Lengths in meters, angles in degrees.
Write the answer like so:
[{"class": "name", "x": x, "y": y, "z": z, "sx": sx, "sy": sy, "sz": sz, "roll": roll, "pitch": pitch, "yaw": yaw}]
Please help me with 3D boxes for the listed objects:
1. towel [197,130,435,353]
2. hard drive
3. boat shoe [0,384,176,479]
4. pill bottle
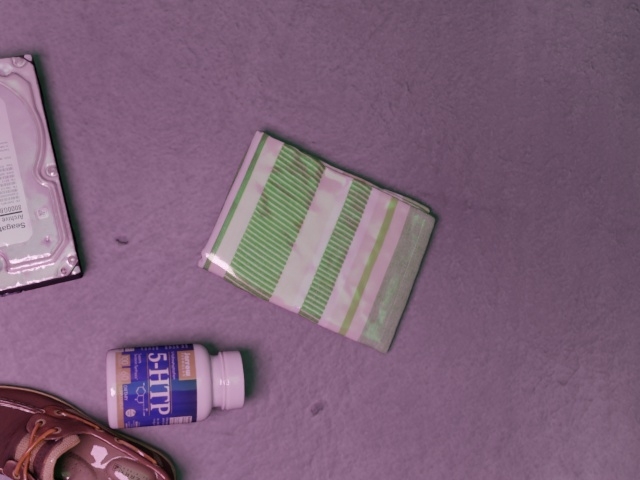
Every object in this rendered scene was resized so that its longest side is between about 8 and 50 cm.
[{"class": "towel", "x": 0.000, "y": 0.000, "z": 1.300, "sx": 0.324, "sy": 0.038, "sz": 0.248, "roll": 25, "pitch": 77, "yaw": -9}, {"class": "hard drive", "x": -0.495, "y": -0.085, "z": 1.194, "sx": 0.236, "sy": 0.064, "sz": 0.339, "roll": -12, "pitch": 84, "yaw": -14}, {"class": "boat shoe", "x": -0.356, "y": 0.284, "z": 1.124, "sx": 0.342, "sy": 0.123, "sz": 0.123, "roll": 25, "pitch": 76, "yaw": -7}, {"class": "pill bottle", "x": -0.206, "y": 0.203, "z": 1.178, "sx": 0.186, "sy": 0.112, "sz": 0.112, "roll": -3, "pitch": 81, "yaw": -13}]
